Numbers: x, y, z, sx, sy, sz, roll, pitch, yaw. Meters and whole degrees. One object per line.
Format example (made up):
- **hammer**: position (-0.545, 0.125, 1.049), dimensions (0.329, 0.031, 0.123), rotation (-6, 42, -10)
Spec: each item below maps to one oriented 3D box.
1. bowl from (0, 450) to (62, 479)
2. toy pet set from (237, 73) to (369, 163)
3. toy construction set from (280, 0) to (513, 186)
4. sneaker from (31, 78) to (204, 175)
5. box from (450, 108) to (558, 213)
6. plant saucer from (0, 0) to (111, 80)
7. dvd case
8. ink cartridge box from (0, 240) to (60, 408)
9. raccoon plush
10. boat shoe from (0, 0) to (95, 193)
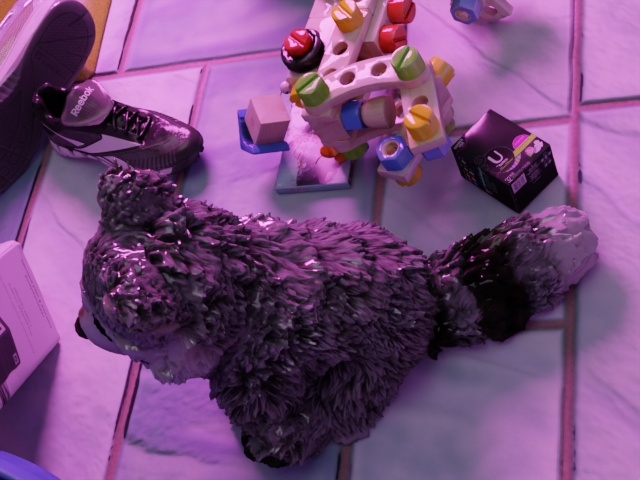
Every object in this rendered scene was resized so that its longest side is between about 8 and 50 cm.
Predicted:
- **bowl**: position (-0.308, 0.351, 0.948), dimensions (0.391, 0.077, 0.391), rotation (0, 92, 9)
- **toy pet set**: position (-0.025, -0.120, 1.277), dimensions (0.114, 0.065, 0.122), rotation (-9, 59, -22)
- **toy construction set**: position (0.082, -0.209, 1.211), dimensions (0.215, 0.151, 0.328), rotation (4, 48, 32)
- **sneaker**: position (-0.245, -0.134, 1.354), dimensions (0.234, 0.106, 0.078), rotation (14, 65, 30)
- **box**: position (0.183, -0.079, 1.168), dimensions (0.062, 0.052, 0.083), rotation (-43, 51, -10)
- **plant saucer**: position (-0.376, -0.285, 1.552), dimensions (0.188, 0.045, 0.188), rotation (-7, 55, 18)
- **dvd case**: position (0.000, -0.106, 1.290), dimensions (0.087, 0.013, 0.119), rotation (-3, 56, 22)
- **ink cartridge box**: position (-0.415, 0.129, 1.133), dimensions (0.223, 0.129, 0.307), rotation (-19, 13, 10)
- **raccoon plush**: position (0.000, 0.000, 1.035), dimensions (0.446, 0.299, 0.216), rotation (-34, 51, -2)
- **boat shoe**: position (-0.400, -0.166, 1.425), dimensions (0.103, 0.118, 0.320), rotation (26, 81, 37)
